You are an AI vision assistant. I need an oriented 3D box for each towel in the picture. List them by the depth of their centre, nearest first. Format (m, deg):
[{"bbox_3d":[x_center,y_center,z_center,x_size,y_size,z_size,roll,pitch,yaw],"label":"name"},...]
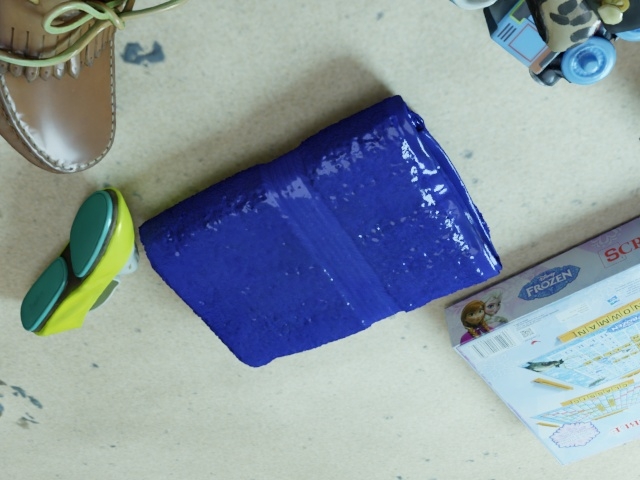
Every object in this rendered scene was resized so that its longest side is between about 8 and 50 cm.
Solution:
[{"bbox_3d":[0.000,0.000,0.760,0.308,0.076,0.228,-24,122,19],"label":"towel"}]

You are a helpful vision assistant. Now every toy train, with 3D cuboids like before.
[{"bbox_3d":[0.214,-0.202,0.575,0.105,0.080,0.184,30,125,-20],"label":"toy train"}]

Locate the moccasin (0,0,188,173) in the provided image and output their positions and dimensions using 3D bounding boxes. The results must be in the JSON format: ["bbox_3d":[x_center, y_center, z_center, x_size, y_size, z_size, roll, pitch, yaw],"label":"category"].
[{"bbox_3d":[-0.172,-0.205,0.502,0.147,0.139,0.380,27,127,19],"label":"moccasin"}]

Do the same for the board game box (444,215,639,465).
[{"bbox_3d":[0.362,0.121,0.888,0.318,0.066,0.318,-28,128,21],"label":"board game box"}]

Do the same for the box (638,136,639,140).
[{"bbox_3d":[0.446,-0.086,0.667,0.293,0.057,0.201,31,104,-28],"label":"box"}]

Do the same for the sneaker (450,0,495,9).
[{"bbox_3d":[0.139,-0.265,0.500,0.087,0.092,0.229,11,130,-10],"label":"sneaker"}]

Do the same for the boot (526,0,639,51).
[{"bbox_3d":[0.067,-0.213,0.398,0.377,0.138,0.284,-40,120,14],"label":"boot"}]

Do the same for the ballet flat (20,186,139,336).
[{"bbox_3d":[-0.233,0.026,0.776,0.077,0.077,0.231,9,138,-40],"label":"ballet flat"}]
